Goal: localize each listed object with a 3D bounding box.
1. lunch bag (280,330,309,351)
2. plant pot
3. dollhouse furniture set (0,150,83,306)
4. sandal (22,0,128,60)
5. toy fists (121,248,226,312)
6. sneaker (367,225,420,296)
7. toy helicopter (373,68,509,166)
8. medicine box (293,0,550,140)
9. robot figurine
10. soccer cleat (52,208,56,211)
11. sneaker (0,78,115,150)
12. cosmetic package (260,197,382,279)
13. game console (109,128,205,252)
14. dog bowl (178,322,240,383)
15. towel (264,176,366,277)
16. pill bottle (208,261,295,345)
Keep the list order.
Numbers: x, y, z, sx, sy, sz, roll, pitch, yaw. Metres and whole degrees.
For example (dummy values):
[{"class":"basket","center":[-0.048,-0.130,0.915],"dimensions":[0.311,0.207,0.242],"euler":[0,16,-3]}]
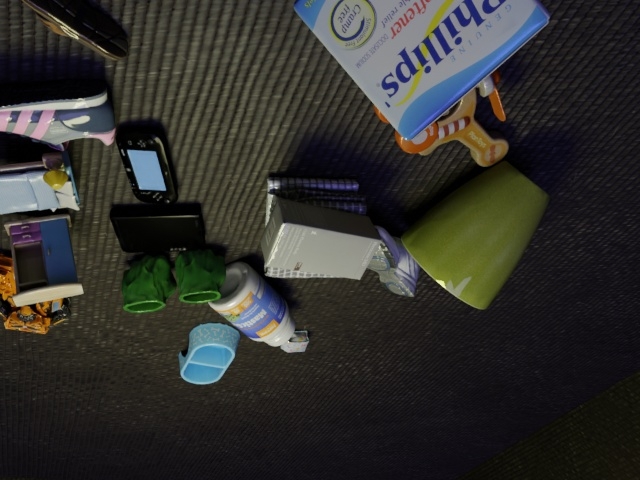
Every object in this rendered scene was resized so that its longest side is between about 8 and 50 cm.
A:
[{"class":"lunch bag","center":[-0.087,0.336,1.632],"dimensions":[0.083,0.053,0.071],"euler":[-2,139,-18]},{"class":"plant pot","center":[0.393,-0.035,1.175],"dimensions":[0.275,0.275,0.293],"euler":[27,112,-30]},{"class":"dollhouse furniture set","center":[-0.642,-0.017,1.003],"dimensions":[0.286,0.198,0.303],"euler":[-11,154,-25]},{"class":"sandal","center":[-0.433,-0.386,0.831],"dimensions":[0.060,0.090,0.219],"euler":[-11,148,38]},{"class":"toy fists","center":[-0.385,0.101,1.292],"dimensions":[0.279,0.142,0.096],"euler":[-10,153,4]},{"class":"sneaker","center":[0.188,0.037,1.299],"dimensions":[0.111,0.129,0.297],"euler":[12,156,33]},{"class":"toy helicopter","center":[0.300,-0.262,1.023],"dimensions":[0.355,0.140,0.235],"euler":[22,121,-40]},{"class":"medicine box","center":[0.157,-0.357,0.771],"dimensions":[0.263,0.149,0.289],"euler":[-40,92,30]},{"class":"robot figurine","center":[-0.803,0.160,1.343],"dimensions":[0.211,0.085,0.291],"euler":[12,133,-17]},{"class":"soccer cleat","center":[-0.654,-0.092,1.137],"dimensions":[0.083,0.029,0.035],"euler":[20,126,-31]},{"class":"sneaker","center":[-0.561,-0.226,0.947],"dimensions":[0.319,0.112,0.131],"euler":[-3,134,-1]},{"class":"cosmetic package","center":[0.000,0.000,1.089],"dimensions":[0.238,0.107,0.127],"euler":[10,124,-22]},{"class":"game console","center":[-0.398,-0.103,1.143],"dimensions":[0.213,0.044,0.361],"euler":[-2,136,-4]},{"class":"dog bowl","center":[-0.376,0.386,1.636],"dimensions":[0.166,0.074,0.297],"euler":[16,132,-22]},{"class":"towel","center":[-0.021,-0.018,1.218],"dimensions":[0.235,0.121,0.283],"euler":[1,136,-9]},{"class":"pill bottle","center":[-0.185,0.194,1.399],"dimensions":[0.152,0.152,0.272],"euler":[-23,133,17]}]
